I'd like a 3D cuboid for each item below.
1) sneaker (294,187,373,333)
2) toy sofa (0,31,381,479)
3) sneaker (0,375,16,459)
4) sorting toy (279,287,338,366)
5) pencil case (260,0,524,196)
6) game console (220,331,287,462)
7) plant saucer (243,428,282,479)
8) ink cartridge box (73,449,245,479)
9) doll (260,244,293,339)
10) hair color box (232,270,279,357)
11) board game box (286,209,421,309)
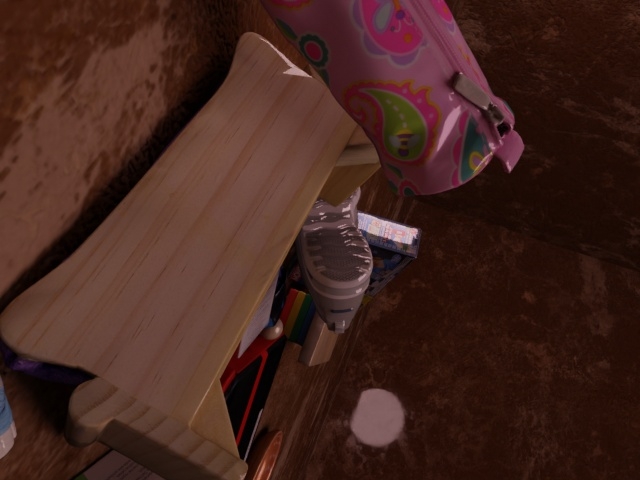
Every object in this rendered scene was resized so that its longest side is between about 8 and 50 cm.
[{"bbox_3d":[0.000,0.000,0.714,0.281,0.105,0.115,-94,-173,-55],"label":"sneaker"},{"bbox_3d":[-0.082,0.005,0.466,0.150,0.177,0.362,-44,-164,56],"label":"toy sofa"},{"bbox_3d":[-0.201,0.080,0.224,0.162,0.063,0.073,-23,114,-80],"label":"sneaker"},{"bbox_3d":[0.004,0.104,1.072,0.255,0.089,0.257,50,60,-77],"label":"sorting toy"},{"bbox_3d":[0.038,-0.160,0.394,0.284,0.124,0.124,51,45,-23],"label":"pencil case"},{"bbox_3d":[-0.162,0.328,0.790,0.342,0.060,0.386,-7,116,-81],"label":"game console"},{"bbox_3d":[-0.140,0.506,1.188,0.200,0.037,0.200,20,90,-78],"label":"plant saucer"},{"bbox_3d":[-0.101,0.297,0.452,0.198,0.273,0.114,-19,127,-75],"label":"ink cartridge box"},{"bbox_3d":[-0.069,0.071,0.779,0.129,0.046,0.189,-78,178,-54],"label":"doll"},{"bbox_3d":[-0.087,0.044,0.653,0.093,0.053,0.167,-48,156,-63],"label":"hair color box"},{"bbox_3d":[0.024,0.012,0.860,0.194,0.194,0.060,-52,-165,51],"label":"board game box"}]
